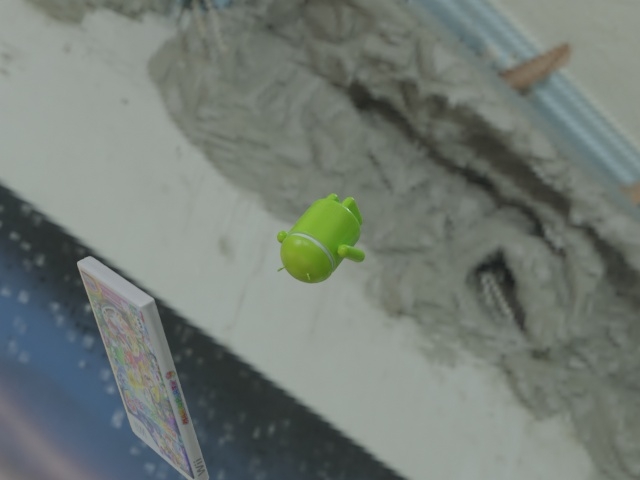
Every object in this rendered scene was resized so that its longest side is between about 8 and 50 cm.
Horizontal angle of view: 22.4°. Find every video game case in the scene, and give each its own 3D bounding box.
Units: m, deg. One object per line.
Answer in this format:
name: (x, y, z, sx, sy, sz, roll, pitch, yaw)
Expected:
video game case: (-0.103, 0.075, 0.937, 0.087, 0.011, 0.122, 27, -42, 54)

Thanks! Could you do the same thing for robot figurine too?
robot figurine: (0.000, 0.000, 1.802, 0.101, 0.115, 0.067, 13, -40, 35)
